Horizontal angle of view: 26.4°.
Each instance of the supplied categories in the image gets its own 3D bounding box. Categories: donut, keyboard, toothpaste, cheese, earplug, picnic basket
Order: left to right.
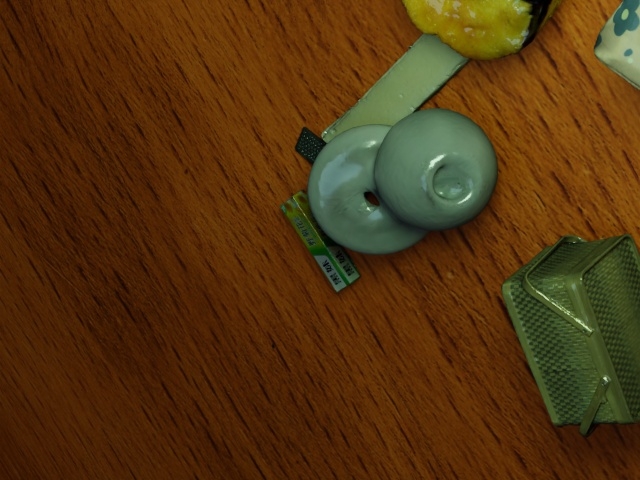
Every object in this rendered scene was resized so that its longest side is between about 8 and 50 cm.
[{"bbox_3d":[0.000,0.000,2.298,0.043,0.037,0.178,-33,90,44],"label":"toothpaste"},{"bbox_3d":[0.022,-0.124,2.228,0.155,0.010,0.053,38,131,18],"label":"keyboard"},{"bbox_3d":[0.123,-0.083,2.047,0.325,0.175,0.214,-19,113,44],"label":"earplug"},{"bbox_3d":[0.133,-0.235,2.056,0.085,0.034,0.400,53,136,4],"label":"cheese"},{"bbox_3d":[0.221,-0.370,1.830,0.253,0.118,0.253,9,110,27],"label":"donut"},{"bbox_3d":[0.389,0.133,1.955,0.139,0.165,0.266,-11,106,45],"label":"picnic basket"}]

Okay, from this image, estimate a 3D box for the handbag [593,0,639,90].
[{"bbox_3d":[0.489,-0.247,1.649,0.251,0.190,0.193,37,127,8],"label":"handbag"}]
